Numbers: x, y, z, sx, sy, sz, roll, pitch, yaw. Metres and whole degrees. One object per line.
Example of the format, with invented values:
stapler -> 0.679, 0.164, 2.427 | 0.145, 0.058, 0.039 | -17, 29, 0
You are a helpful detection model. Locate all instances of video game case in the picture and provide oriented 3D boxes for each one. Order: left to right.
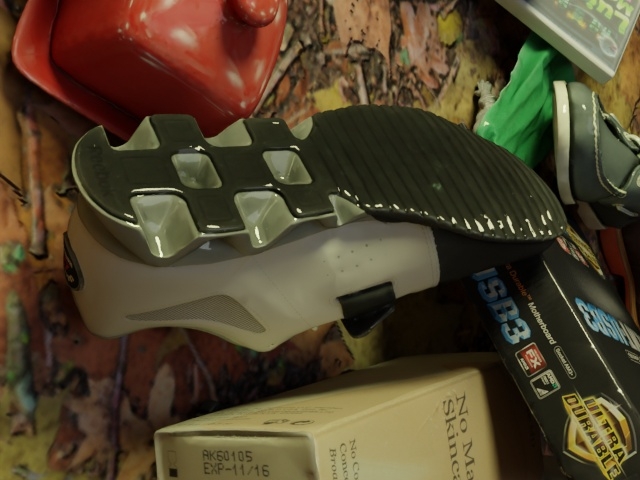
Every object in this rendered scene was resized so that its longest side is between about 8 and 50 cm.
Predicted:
video game case -> 0.242, -0.273, 0.904 | 0.190, 0.022, 0.173 | 35, 60, -10

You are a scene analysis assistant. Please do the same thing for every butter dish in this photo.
butter dish -> -0.075, -0.138, 0.545 | 0.160, 0.118, 0.159 | 33, 66, -42

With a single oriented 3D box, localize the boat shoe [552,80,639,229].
boat shoe -> 0.293, -0.081, 0.888 | 0.319, 0.099, 0.116 | 28, 62, -62

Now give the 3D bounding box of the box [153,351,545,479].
box -> 0.041, 0.168, 0.623 | 0.311, 0.121, 0.147 | -6, 88, -56

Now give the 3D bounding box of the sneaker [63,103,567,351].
sneaker -> 0.000, 0.000, 0.581 | 0.331, 0.146, 0.122 | -1, 46, -25

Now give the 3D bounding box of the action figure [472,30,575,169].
action figure -> 0.188, -0.117, 0.872 | 0.232, 0.064, 0.137 | -49, 125, -41

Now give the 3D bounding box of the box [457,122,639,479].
box -> 0.210, 0.076, 0.745 | 0.296, 0.073, 0.293 | 25, 34, -55

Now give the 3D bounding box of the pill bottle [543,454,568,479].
pill bottle -> 0.157, 0.341, 0.736 | 0.323, 0.182, 0.181 | -50, 124, -35

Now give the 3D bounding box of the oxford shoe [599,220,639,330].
oxford shoe -> 0.431, 0.059, 1.105 | 0.271, 0.098, 0.096 | 55, 52, -31

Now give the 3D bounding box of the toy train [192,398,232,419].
toy train -> -0.045, 0.175, 0.635 | 0.036, 0.027, 0.158 | -51, 124, -33
